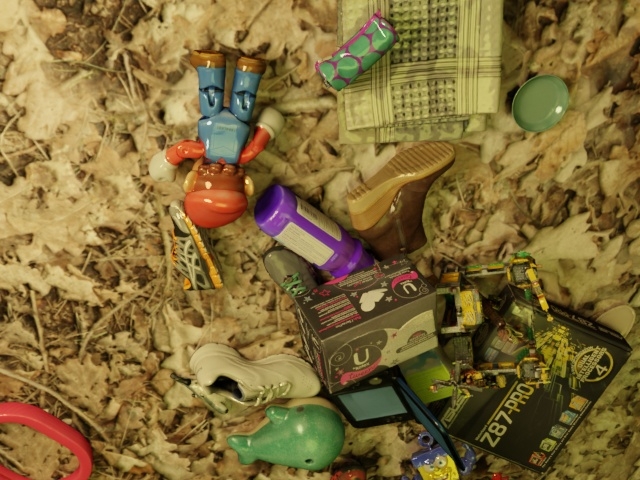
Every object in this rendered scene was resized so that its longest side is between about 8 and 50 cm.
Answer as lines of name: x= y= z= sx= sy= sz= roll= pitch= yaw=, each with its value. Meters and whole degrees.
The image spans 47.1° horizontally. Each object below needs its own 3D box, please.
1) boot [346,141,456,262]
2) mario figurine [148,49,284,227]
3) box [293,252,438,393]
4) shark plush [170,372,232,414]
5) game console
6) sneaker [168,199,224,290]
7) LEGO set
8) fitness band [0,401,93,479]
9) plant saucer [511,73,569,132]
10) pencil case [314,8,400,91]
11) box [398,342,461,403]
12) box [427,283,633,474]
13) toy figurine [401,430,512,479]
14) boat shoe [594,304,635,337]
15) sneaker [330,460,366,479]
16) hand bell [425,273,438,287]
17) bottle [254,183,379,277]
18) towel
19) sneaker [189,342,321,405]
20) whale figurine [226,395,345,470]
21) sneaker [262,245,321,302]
boot: x=0.183 y=-0.072 z=1.493 sx=0.248 sy=0.090 sz=0.207 roll=-29 pitch=133 yaw=3
mario figurine: x=-0.190 y=-0.180 z=1.338 sx=0.198 sy=0.170 sz=0.320 roll=16 pitch=107 yaw=19
box: x=0.093 y=0.163 z=1.445 sx=0.247 sy=0.142 sz=0.163 roll=-20 pitch=130 yaw=-13
shark plush: x=-0.264 y=0.344 z=1.628 sx=0.161 sy=0.073 sz=0.067 roll=23 pitch=141 yaw=-28
game console: x=0.162 y=0.406 z=1.609 sx=0.250 sy=0.173 sz=0.293 roll=-13 pitch=143 yaw=12
sneaker: x=-0.256 y=0.019 z=1.432 sx=0.083 sy=0.084 sz=0.215 roll=-16 pitch=122 yaw=2
LEGO set: x=0.356 y=0.187 z=1.522 sx=0.255 sy=0.192 sz=0.331 roll=2 pitch=103 yaw=13
fitness band: x=-0.642 y=0.470 z=1.616 sx=0.209 sy=0.054 sz=0.291 roll=-41 pitch=120 yaw=8
plant saucer: x=0.432 y=-0.274 z=1.455 sx=0.119 sy=0.021 sz=0.119 roll=-5 pitch=120 yaw=-9
pencil case: x=0.062 y=-0.327 z=1.276 sx=0.151 sy=0.064 sz=0.070 roll=-38 pitch=129 yaw=13
box: x=0.235 y=0.282 z=1.666 sx=0.109 sy=0.042 sz=0.178 roll=-26 pitch=105 yaw=29
box: x=0.483 y=0.332 z=1.728 sx=0.318 sy=0.097 sz=0.395 roll=25 pitch=111 yaw=-7
toy figurine: x=0.279 y=0.589 z=1.865 sx=0.362 sy=0.191 sz=0.217 roll=-24 pitch=91 yaw=10
boat shoe: x=0.685 y=0.239 z=1.786 sx=0.206 sy=0.075 sz=0.065 roll=-54 pitch=159 yaw=12
sneaker: x=0.055 y=0.685 z=1.839 sx=0.097 sy=0.135 sz=0.276 roll=15 pitch=113 yaw=-17
hand bell: x=0.162 y=0.157 z=1.606 sx=0.242 sy=0.126 sz=0.126 roll=-40 pitch=120 yaw=-5
bottle: x=0.000 y=0.000 z=1.456 sx=0.283 sy=0.118 sz=0.092 roll=34 pitch=104 yaw=-29
towel: x=0.184 y=-0.330 z=1.350 sx=0.312 sy=0.056 sz=0.324 roll=-7 pitch=120 yaw=-9
sneaker: x=-0.137 y=0.313 z=1.593 sx=0.297 sy=0.129 sz=0.111 roll=10 pitch=114 yaw=-19
whale figurine: x=-0.076 y=0.465 z=1.681 sx=0.272 sy=0.141 sz=0.216 roll=-17 pitch=125 yaw=6
sneaker: x=-0.033 y=0.104 z=1.517 sx=0.083 sy=0.098 sz=0.224 roll=-37 pitch=120 yaw=9
